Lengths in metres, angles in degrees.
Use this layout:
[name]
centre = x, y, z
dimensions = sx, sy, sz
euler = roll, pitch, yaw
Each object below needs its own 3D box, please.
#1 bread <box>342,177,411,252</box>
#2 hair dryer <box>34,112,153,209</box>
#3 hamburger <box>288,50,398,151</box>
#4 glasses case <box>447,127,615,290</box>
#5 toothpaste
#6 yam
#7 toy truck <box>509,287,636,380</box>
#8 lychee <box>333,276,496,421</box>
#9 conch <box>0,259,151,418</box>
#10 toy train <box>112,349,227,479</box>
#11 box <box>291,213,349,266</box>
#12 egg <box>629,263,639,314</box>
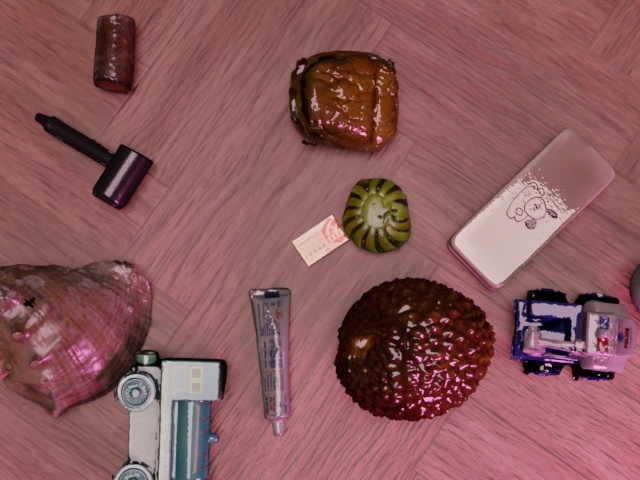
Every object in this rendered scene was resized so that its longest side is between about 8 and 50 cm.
[bread]
centre = 0.105, -0.047, 1.796
dimensions = 0.129, 0.071, 0.139
euler = 10, 84, 7
[hair dryer]
centre = -0.443, -0.161, 1.826
dimensions = 0.248, 0.070, 0.114
euler = 30, 85, 8
[hamburger]
centre = 0.043, -0.259, 1.794
dimensions = 0.206, 0.130, 0.183
euler = 4, 86, -1
[glasses case]
centre = 0.382, -0.056, 1.789
dimensions = 0.313, 0.070, 0.131
euler = -43, 84, -3
[toothpaste]
centre = -0.085, 0.219, 1.781
dimensions = 0.069, 0.047, 0.269
euler = -7, 81, 19
[yam]
centre = -0.386, -0.352, 1.838
dimensions = 0.079, 0.079, 0.141
euler = 2, 82, 2
[toy truck]
centre = 0.443, 0.163, 1.710
dimensions = 0.213, 0.177, 0.161
euler = 5, 82, 2
[lychee]
centre = 0.168, 0.190, 1.686
dimensions = 0.267, 0.267, 0.268
euler = 0, 83, 1
[conch]
centre = -0.468, 0.164, 1.726
dimensions = 0.352, 0.210, 0.297
euler = -24, 98, 0
[toy train]
centre = -0.266, 0.344, 1.737
dimensions = 0.194, 0.120, 0.298
euler = 2, 86, -6
[box]
centre = 0.000, 0.000, 1.819
dimensions = 0.093, 0.015, 0.058
euler = -33, 82, -2
[egg]
centre = 0.661, 0.095, 1.715
dimensions = 0.236, 0.169, 0.169
euler = 5, 84, 4
